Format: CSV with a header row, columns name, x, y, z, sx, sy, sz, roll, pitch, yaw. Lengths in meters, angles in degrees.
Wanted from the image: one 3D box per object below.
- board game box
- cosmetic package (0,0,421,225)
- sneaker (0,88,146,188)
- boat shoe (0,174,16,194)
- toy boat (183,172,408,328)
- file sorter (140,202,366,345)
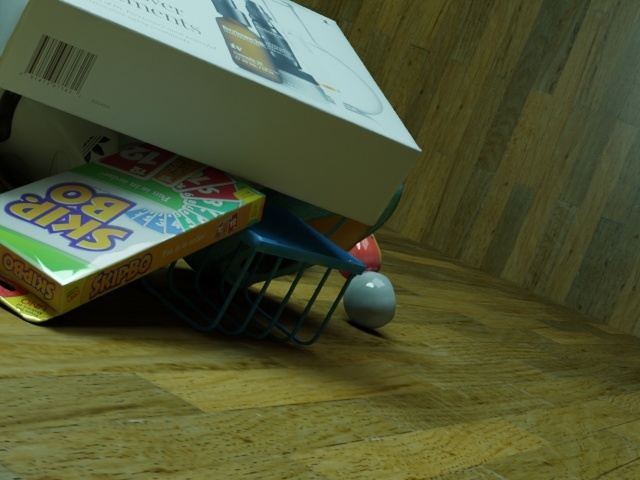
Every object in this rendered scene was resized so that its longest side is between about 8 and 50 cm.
name,x,y,z,sx,sy,sz,roll,pitch,yaw
board game box,-0.172,-0.015,1.001,0.124,0.039,0.259,30,36,25
cosmetic package,-0.119,-0.178,1.152,0.377,0.097,0.284,20,24,-30
sneaker,-0.245,-0.066,1.266,0.210,0.137,0.366,44,-13,2
boat shoe,-0.322,-0.049,1.098,0.073,0.073,0.207,20,5,-39
toy boat,0.000,0.000,1.395,0.318,0.267,0.148,33,38,-60
file sorter,-0.066,0.027,1.167,0.118,0.104,0.170,35,11,34
